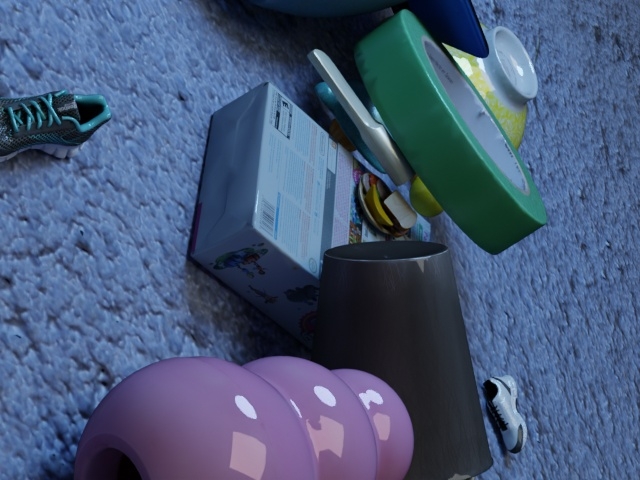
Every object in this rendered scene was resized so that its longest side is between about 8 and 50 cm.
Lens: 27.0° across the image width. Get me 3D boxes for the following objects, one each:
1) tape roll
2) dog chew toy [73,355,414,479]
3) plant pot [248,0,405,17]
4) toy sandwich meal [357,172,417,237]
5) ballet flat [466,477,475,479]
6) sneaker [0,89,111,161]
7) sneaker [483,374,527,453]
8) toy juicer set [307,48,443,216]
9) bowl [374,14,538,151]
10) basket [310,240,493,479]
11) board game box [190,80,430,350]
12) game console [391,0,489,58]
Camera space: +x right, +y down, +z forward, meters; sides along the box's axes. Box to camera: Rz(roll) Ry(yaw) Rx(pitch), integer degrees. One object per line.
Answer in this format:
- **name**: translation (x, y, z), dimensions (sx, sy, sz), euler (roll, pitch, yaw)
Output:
- **tape roll**: translation (0.164, -0.135, 1.662), dimensions (0.321, 0.077, 0.321), euler (50, 16, -21)
- **dog chew toy**: translation (-0.047, 0.191, 1.164), dimensions (0.332, 0.206, 0.207), euler (-7, 74, -45)
- **plant pot**: translation (-0.023, -0.388, 1.621), dimensions (0.195, 0.290, 0.290), euler (-31, 96, -22)
- **toy sandwich meal**: translation (0.076, -0.043, 1.528), dimensions (0.085, 0.029, 0.086), euler (36, 40, -38)
- **ballet flat**: translation (0.078, 0.293, 1.396), dimensions (0.123, 0.123, 0.348), euler (60, 32, -7)
- **sneaker**: translation (-0.259, -0.114, 1.223), dimensions (0.166, 0.076, 0.065), euler (-14, 79, -58)
- **sneaker**: translation (0.240, 0.229, 1.758), dimensions (0.043, 0.040, 0.109), euler (9, 56, -35)
- **toy juicer set**: translation (0.070, -0.112, 1.645), dimensions (0.209, 0.089, 0.329), euler (60, 16, 10)
- **bowl**: translation (0.217, -0.225, 1.925), dimensions (0.289, 0.156, 0.289), euler (34, 43, -38)
- **basket**: translation (0.073, 0.120, 1.360), dimensions (0.154, 0.204, 0.227), euler (-95, -176, -81)
- **board game box**: translation (0.000, 0.000, 1.505), dimensions (0.303, 0.097, 0.224), euler (40, 39, -33)
- **game console**: translation (0.146, -0.418, 1.753), dimensions (0.250, 0.173, 0.293), euler (-59, 136, -37)
